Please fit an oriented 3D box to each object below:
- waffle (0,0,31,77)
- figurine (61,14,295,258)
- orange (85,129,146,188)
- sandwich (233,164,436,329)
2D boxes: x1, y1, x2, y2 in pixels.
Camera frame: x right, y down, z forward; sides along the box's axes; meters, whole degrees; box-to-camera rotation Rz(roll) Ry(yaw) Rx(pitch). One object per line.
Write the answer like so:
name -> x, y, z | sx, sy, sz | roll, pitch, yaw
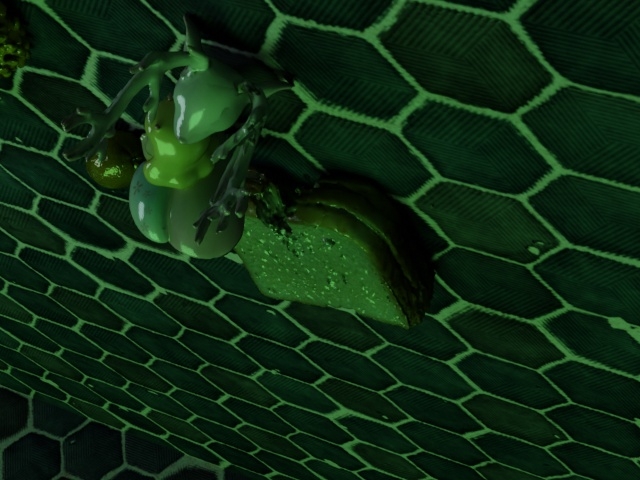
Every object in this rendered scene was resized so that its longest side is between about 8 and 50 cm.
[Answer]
waffle -> -0.467, -0.275, 1.619 | 0.193, 0.070, 0.197 | 19, 156, 13
figurine -> -0.144, -0.097, 1.445 | 0.206, 0.284, 0.315 | 21, 145, 6
orange -> -0.280, -0.113, 1.757 | 0.085, 0.085, 0.095 | 39, 156, -29
sandwich -> -0.001, 0.001, 1.709 | 0.273, 0.095, 0.249 | 10, 149, 34
